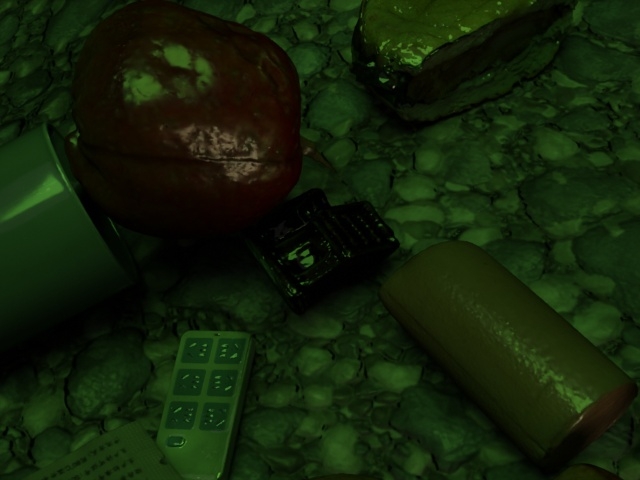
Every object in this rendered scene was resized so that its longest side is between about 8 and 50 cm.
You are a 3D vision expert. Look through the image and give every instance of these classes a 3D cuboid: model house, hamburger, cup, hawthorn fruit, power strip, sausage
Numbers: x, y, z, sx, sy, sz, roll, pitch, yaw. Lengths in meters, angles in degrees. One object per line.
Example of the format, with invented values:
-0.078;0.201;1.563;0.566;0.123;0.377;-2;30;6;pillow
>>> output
-0.004;-0.005;1.088;0.152;0.106;0.165;-31;58;-10;model house
0.158;-0.281;1.250;0.309;0.132;0.211;-30;53;-12;hamburger
-0.383;0.027;1.071;0.312;0.205;0.205;-28;53;-3;cup
-0.143;-0.129;1.029;0.262;0.258;0.258;-8;52;16;hawthorn fruit
-0.122;0.176;1.020;0.082;0.035;0.192;1;53;12;power strip
0.178;0.101;0.960;0.123;0.123;0.253;-34;55;-14;sausage

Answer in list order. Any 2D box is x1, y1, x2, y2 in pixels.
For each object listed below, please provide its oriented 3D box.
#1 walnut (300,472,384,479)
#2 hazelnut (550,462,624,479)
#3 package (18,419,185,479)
0.020;0.334;0.715;0.306;0.306;0.344;29;73;29;walnut
0.233;0.273;0.814;0.150;0.150;0.150;-6;52;7;hazelnut
-0.225;0.293;0.878;0.251;0.062;0.204;-36;55;-18;package
